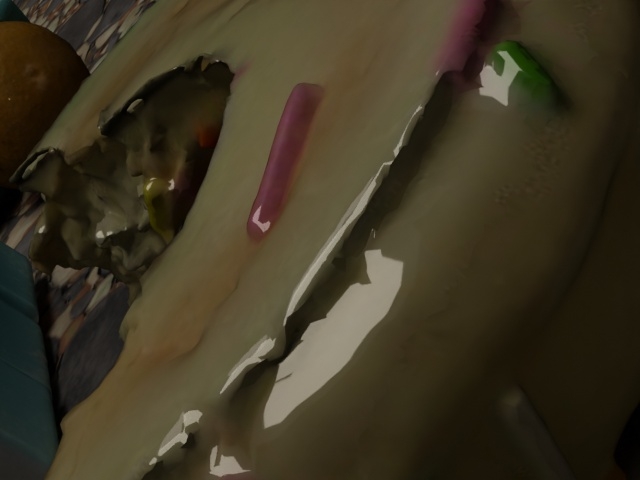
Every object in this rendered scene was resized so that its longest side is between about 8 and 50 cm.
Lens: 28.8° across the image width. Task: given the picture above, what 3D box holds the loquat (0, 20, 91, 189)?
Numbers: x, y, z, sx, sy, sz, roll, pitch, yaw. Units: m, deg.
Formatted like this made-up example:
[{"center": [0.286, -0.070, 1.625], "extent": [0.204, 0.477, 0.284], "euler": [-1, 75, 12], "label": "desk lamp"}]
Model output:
[{"center": [-0.255, -0.114, 1.062], "extent": [0.141, 0.141, 0.141], "euler": [-38, 29, 26], "label": "loquat"}]

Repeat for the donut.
[{"center": [0.004, -0.009, 0.485], "extent": [0.307, 0.150, 0.371], "euler": [-45, 27, 14], "label": "donut"}]

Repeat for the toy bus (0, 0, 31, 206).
[{"center": [-0.353, -0.105, 1.187], "extent": [0.147, 0.128, 0.256], "euler": [-11, 43, 25], "label": "toy bus"}]

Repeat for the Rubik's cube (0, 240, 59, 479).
[{"center": [-0.387, 0.108, 0.780], "extent": [0.319, 0.322, 0.316], "euler": [-50, 25, 7], "label": "Rubik's cube"}]
